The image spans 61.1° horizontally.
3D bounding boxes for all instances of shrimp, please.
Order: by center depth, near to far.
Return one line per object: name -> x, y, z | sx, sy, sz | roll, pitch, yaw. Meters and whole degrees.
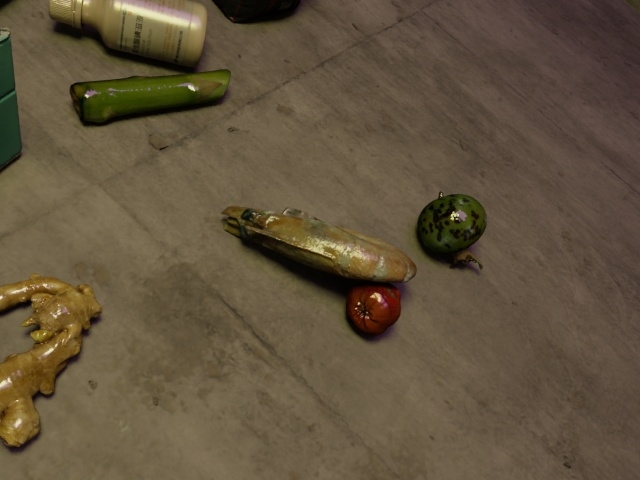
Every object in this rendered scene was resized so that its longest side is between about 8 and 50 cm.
shrimp -> 0.000, 0.000, 0.856 | 0.318, 0.077, 0.168 | 19, 10, 2

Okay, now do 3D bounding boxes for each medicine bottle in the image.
medicine bottle -> -0.330, -0.385, 0.943 | 0.253, 0.114, 0.114 | 9, 56, -20

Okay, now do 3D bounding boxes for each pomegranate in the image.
pomegranate -> 0.240, -0.012, 0.965 | 0.122, 0.122, 0.161 | -34, 104, -37

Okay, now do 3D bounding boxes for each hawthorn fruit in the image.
hawthorn fruit -> 0.084, 0.100, 0.838 | 0.093, 0.093, 0.093 | 12, 55, -17

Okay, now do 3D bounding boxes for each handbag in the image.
handbag -> -0.107, -0.565, 1.128 | 0.155, 0.169, 0.215 | 48, 52, 10

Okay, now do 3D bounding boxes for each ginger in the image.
ginger -> -0.337, 0.122, 0.644 | 0.176, 0.052, 0.193 | -31, 74, -31

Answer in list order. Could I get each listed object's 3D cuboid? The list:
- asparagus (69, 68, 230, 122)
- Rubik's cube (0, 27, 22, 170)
asparagus -> -0.274, -0.248, 0.916 | 0.278, 0.060, 0.067 | -16, 47, -32
Rubik's cube -> -0.528, -0.167, 0.636 | 0.221, 0.231, 0.224 | 32, 50, -2
